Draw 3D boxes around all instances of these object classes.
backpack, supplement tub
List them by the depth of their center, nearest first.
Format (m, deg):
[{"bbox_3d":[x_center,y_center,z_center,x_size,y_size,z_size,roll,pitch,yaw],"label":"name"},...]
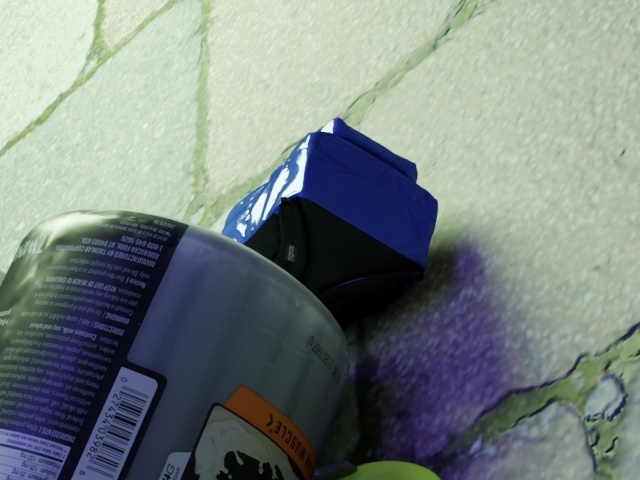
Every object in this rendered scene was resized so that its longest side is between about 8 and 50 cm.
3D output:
[{"bbox_3d":[-0.120,0.158,0.872,0.194,0.193,0.316,-12,49,50],"label":"supplement tub"},{"bbox_3d":[0.000,0.000,0.977,0.120,0.098,0.101,-45,18,41],"label":"backpack"}]

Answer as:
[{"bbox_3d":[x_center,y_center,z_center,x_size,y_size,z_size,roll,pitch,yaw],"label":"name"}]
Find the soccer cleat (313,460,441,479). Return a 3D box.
[{"bbox_3d":[-0.025,0.219,0.768,0.093,0.121,0.289,9,46,34],"label":"soccer cleat"}]

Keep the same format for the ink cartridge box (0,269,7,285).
[{"bbox_3d":[-0.332,0.022,1.285,0.134,0.231,0.078,-6,53,53],"label":"ink cartridge box"}]
